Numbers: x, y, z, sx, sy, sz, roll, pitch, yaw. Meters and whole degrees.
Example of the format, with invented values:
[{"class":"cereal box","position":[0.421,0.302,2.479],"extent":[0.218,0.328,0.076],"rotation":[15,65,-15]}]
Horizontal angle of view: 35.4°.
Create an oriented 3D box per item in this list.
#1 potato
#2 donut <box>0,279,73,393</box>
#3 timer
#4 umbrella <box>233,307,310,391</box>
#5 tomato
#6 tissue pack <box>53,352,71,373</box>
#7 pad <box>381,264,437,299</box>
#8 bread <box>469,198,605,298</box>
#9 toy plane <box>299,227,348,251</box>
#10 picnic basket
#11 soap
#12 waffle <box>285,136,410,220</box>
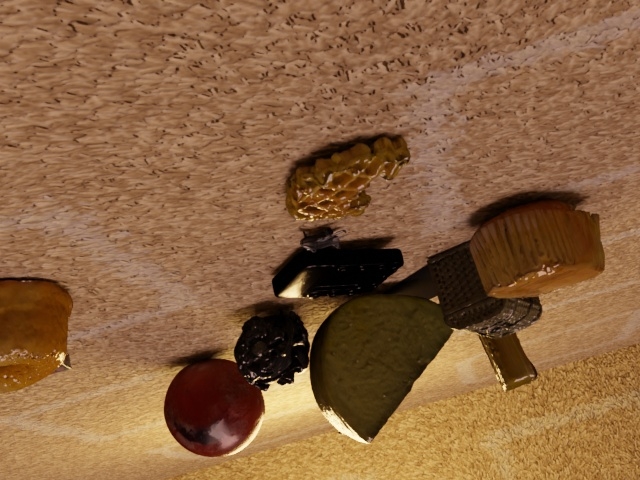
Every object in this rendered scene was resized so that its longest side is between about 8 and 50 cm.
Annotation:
[{"class":"potato","position":[0.065,0.225,1.972],"extent":[0.330,0.213,0.280],"rotation":[-48,-175,-28]},{"class":"donut","position":[-0.482,0.152,1.424],"extent":[0.278,0.108,0.277],"rotation":[-14,163,-4]},{"class":"timer","position":[0.027,0.048,1.637],"extent":[0.188,0.055,0.144],"rotation":[-1,156,-27]},{"class":"umbrella","position":[-0.076,0.223,1.930],"extent":[0.128,0.154,0.336],"rotation":[23,168,14]},{"class":"tomato","position":[-0.223,0.349,2.087],"extent":[0.208,0.208,0.184],"rotation":[-24,177,27]},{"class":"tissue pack","position":[-0.482,0.215,1.744],"extent":[0.083,0.035,0.063],"rotation":[-16,162,-3]},{"class":"pad","position":[0.220,0.082,1.980],"extent":[0.181,0.004,0.267],"rotation":[-4,160,-34]},{"class":"bread","position":[0.361,0.014,1.669],"extent":[0.250,0.133,0.179],"rotation":[0,155,-43]},{"class":"toy plane","position":[0.000,0.000,1.494],"extent":[0.083,0.031,0.079],"rotation":[1,156,-42]},{"class":"picnic basket","position":[0.307,0.096,1.836],"extent":[0.134,0.154,0.196],"rotation":[-26,158,24]},{"class":"soap","position":[0.363,0.190,2.056],"extent":[0.076,0.233,0.135],"rotation":[-25,163,1]},{"class":"waffle","position":[0.033,-0.069,1.279],"extent":[0.149,0.051,0.194],"rotation":[-10,162,-11]}]
